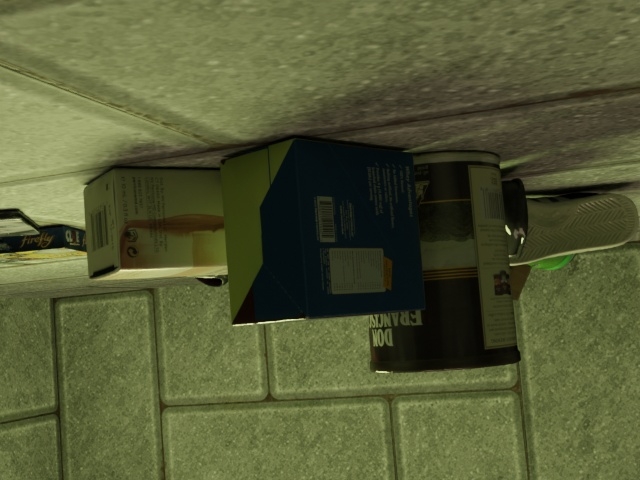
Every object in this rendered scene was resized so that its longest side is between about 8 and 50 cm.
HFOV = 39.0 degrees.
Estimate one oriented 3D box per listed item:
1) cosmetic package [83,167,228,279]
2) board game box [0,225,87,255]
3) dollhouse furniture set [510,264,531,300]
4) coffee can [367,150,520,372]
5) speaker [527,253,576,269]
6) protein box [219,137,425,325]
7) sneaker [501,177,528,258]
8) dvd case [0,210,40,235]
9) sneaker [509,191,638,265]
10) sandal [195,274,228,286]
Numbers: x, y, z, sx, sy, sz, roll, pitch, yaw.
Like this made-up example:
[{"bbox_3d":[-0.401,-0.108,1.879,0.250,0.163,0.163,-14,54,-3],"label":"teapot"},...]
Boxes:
[{"bbox_3d":[-0.147,-0.020,1.194,0.296,0.129,0.153,-2,173,-28],"label":"cosmetic package"},{"bbox_3d":[-0.556,0.011,1.650,0.243,0.042,0.165,-5,175,4],"label":"board game box"},{"bbox_3d":[0.309,0.042,1.851,0.242,0.212,0.161,24,-176,22],"label":"dollhouse furniture set"},{"bbox_3d":[0.157,0.033,1.226,0.201,0.276,0.201,-4,174,0],"label":"coffee can"},{"bbox_3d":[0.454,0.005,2.003,0.131,0.131,0.296,-9,173,43],"label":"speaker"},{"bbox_3d":[0.005,-0.006,1.080,0.201,0.200,0.136,1,173,-45],"label":"protein box"},{"bbox_3d":[0.222,-0.030,1.421,0.146,0.123,0.330,-1,177,-9],"label":"sneaker"},{"bbox_3d":[-0.546,-0.022,1.437,0.164,0.018,0.221,-3,175,-10],"label":"dvd case"},{"bbox_3d":[0.394,-0.022,1.667,0.349,0.131,0.148,-1,-179,2],"label":"sneaker"},{"bbox_3d":[-0.235,0.036,1.652,0.445,0.107,0.167,-12,158,39],"label":"sandal"}]
